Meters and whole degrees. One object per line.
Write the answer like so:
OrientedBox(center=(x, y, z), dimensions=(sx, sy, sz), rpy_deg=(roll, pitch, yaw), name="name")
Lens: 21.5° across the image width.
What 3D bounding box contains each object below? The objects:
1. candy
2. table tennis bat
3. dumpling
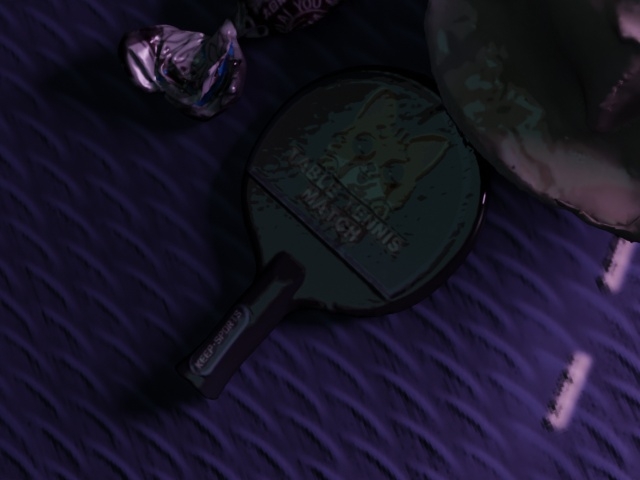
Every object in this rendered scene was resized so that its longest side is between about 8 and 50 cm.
OrientedBox(center=(-0.025, -0.162, 1.029), dimensions=(0.226, 0.051, 0.094), rpy_deg=(-36, 72, 10), name="candy")
OrientedBox(center=(0.000, 0.000, 1.017), dimensions=(0.150, 0.027, 0.236), rpy_deg=(43, 94, 17), name="table tennis bat")
OrientedBox(center=(0.186, -0.141, 0.927), dimensions=(0.204, 0.163, 0.293), rpy_deg=(-2, 83, 51), name="dumpling")
